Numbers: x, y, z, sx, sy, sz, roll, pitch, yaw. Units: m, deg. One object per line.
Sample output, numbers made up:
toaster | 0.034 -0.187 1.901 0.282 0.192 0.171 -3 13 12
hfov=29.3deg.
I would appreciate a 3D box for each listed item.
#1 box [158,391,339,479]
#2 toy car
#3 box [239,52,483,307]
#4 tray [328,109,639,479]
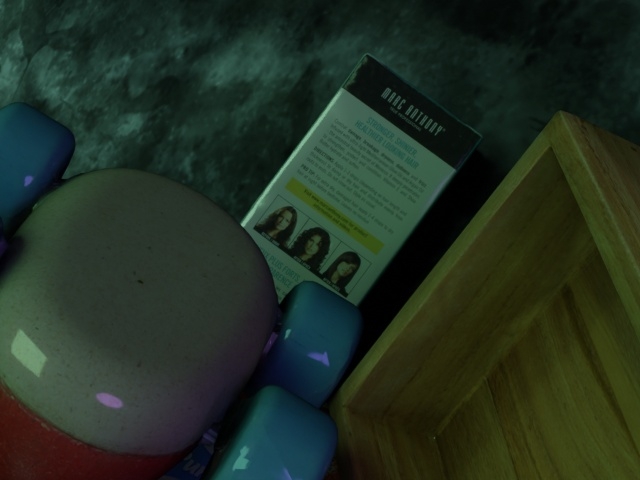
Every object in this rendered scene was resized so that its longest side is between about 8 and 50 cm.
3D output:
box | -0.072 0.130 0.752 0.256 0.122 0.128 30 88 5
toy car | -0.135 0.096 0.629 0.238 0.219 0.210 -55 7 25
box | 0.000 0.000 0.851 0.100 0.060 0.244 37 88 4
tray | 0.105 0.151 0.438 0.203 0.076 0.411 -55 25 30
